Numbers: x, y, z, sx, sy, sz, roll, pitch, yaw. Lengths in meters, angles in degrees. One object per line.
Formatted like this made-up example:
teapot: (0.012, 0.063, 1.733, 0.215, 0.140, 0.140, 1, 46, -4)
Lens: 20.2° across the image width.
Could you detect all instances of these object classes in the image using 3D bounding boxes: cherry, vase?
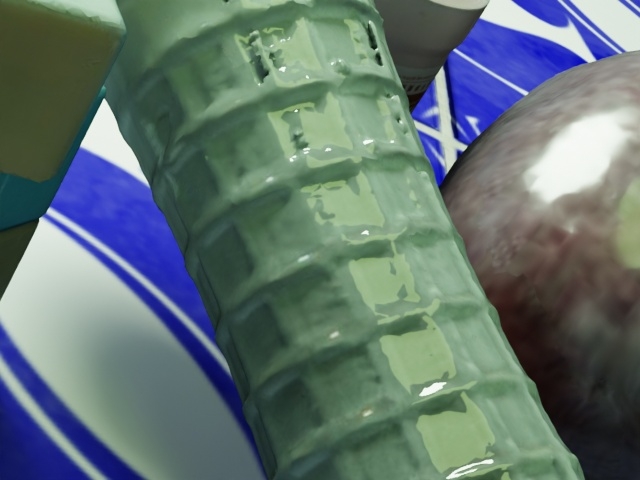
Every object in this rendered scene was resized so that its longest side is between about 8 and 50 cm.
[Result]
cherry: (0.152, 0.016, 0.797, 0.213, 0.183, 0.266, 37, 43, 25)
vase: (0.000, 0.000, 0.647, 0.143, 0.143, 0.299, -1, 60, -46)

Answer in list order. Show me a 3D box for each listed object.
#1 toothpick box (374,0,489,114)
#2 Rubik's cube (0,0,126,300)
toothpick box: (-0.002, -0.075, 0.814, 0.098, 0.149, 0.098, 25, 29, -15)
Rubik's cube: (-0.188, -0.086, 0.575, 0.265, 0.213, 0.224, 39, 30, 16)
